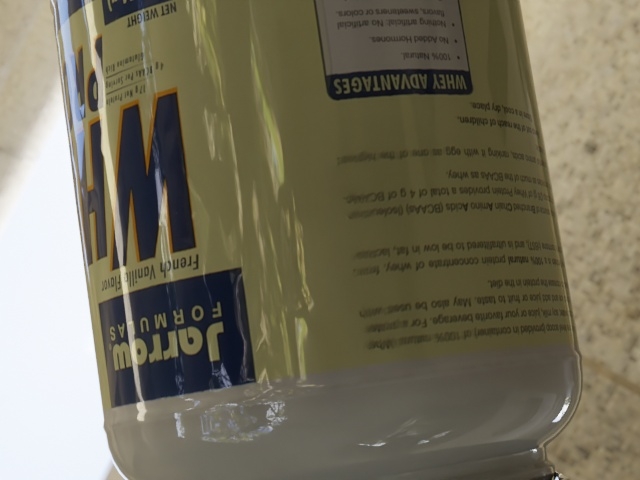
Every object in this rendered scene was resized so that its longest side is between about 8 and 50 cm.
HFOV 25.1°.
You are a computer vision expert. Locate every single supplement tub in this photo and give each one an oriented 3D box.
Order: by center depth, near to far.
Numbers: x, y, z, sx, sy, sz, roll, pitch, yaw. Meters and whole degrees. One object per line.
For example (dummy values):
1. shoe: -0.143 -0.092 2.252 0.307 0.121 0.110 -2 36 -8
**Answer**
1. supplement tub: 0.000 0.000 0.709 0.235 0.325 0.235 -8 172 -1
